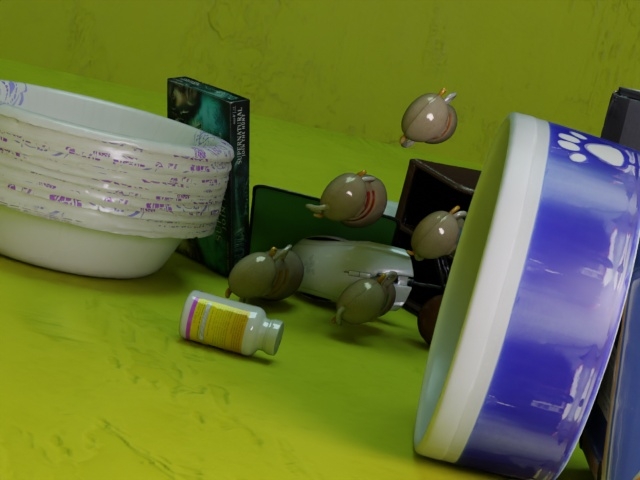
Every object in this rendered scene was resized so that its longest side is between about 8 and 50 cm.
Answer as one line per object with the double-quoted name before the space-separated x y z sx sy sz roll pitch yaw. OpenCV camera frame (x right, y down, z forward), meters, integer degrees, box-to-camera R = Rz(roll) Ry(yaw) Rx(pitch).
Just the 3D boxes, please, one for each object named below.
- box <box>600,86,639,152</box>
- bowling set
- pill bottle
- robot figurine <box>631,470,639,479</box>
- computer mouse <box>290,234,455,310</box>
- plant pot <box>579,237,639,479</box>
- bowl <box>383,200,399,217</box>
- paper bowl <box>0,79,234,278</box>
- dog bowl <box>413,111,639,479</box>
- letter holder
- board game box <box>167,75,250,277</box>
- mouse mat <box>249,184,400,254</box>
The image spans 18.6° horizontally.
"box" 0.352 0.047 1.642 0.293 0.295 0.073 19 9 28
"bowling set" 0.075 0.010 1.841 0.200 0.287 0.154 44 7 8
"pill bottle" -0.075 0.072 1.658 0.083 0.043 0.043 15 9 9
"robot figurine" 0.247 0.192 1.116 0.128 0.158 0.219 34 -3 -31
"computer mouse" 0.054 0.038 1.949 0.193 0.106 0.042 7 0 14
"plant pot" 0.312 0.107 1.450 0.212 0.236 0.236 7 8 1
"bowl" 0.071 -0.007 2.189 0.142 0.053 0.142 12 -15 -29
"paper bowl" -0.234 -0.055 1.885 0.284 0.148 0.284 13 8 -2
"dog bowl" 0.154 0.044 1.459 0.104 0.265 0.265 15 9 -1
"letter holder" 0.251 0.031 2.078 0.302 0.152 0.214 9 12 -27
"board game box" -0.116 -0.066 2.009 0.026 0.186 0.126 -11 21 -34
"mouse mat" 0.000 0.000 2.019 0.153 0.007 0.189 14 -24 2
